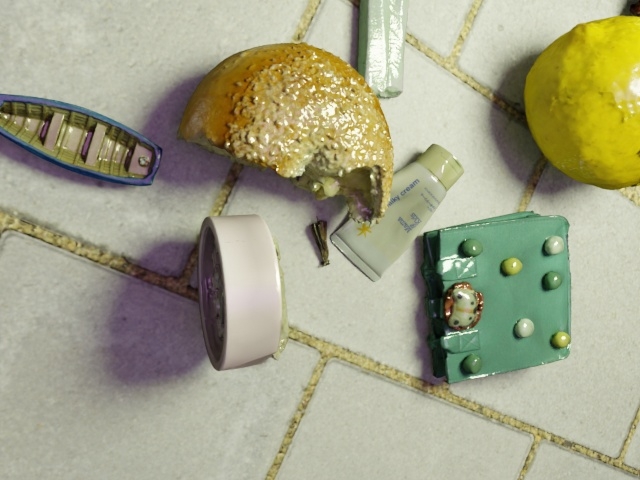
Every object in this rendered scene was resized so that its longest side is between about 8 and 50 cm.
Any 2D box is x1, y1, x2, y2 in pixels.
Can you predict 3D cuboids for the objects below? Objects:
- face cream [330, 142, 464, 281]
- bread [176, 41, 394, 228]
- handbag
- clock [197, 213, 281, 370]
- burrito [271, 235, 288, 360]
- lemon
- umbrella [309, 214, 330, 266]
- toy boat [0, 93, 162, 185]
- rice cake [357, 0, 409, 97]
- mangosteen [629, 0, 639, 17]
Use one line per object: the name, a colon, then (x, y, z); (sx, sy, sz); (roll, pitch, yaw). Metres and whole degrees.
face cream: (0.128, -0.047, 0.890); (0.114, 0.070, 0.224); (43, 88, -21)
bread: (-0.010, -0.157, 0.757); (0.313, 0.171, 0.192); (24, 91, -24)
handbag: (0.311, 0.095, 0.955); (0.273, 0.100, 0.269); (-7, 100, -22)
clock: (-0.110, 0.065, 0.726); (0.068, 0.197, 0.197); (-3, 97, -21)
burrito: (-0.078, 0.088, 0.824); (0.058, 0.045, 0.189); (-7, 101, -14)
lemon: (0.467, -0.213, 0.907); (0.310, 0.253, 0.253); (44, 79, -27)
umbrella: (0.002, 0.000, 0.862); (0.031, 0.020, 0.083); (-34, 113, -57)
toy boat: (-0.315, -0.130, 0.701); (0.228, 0.046, 0.080); (17, 90, -23)
rice cake: (0.097, -0.325, 0.850); (0.080, 0.042, 0.222); (0, 95, -27)
mangosteen: (0.733, -0.434, 0.974); (0.300, 0.300, 0.301); (-3, 97, -22)
